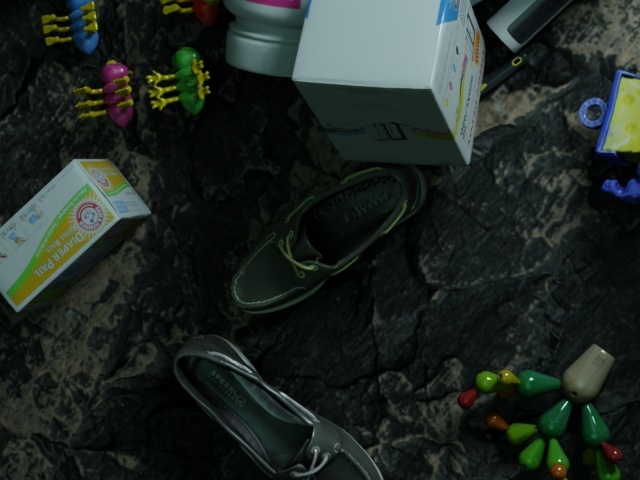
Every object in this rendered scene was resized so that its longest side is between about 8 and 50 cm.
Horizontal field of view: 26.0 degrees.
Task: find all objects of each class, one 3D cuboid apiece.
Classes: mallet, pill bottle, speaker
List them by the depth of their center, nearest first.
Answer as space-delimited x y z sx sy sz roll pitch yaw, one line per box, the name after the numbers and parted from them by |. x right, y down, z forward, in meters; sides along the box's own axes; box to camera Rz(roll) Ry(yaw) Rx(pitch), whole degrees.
0.273 -0.297 1.717 0.136 0.055 0.055 -42 82 13 | speaker
-0.038 -0.356 1.727 0.160 0.160 0.283 12 109 14 | pill bottle
0.179 -0.185 1.763 0.189 0.039 0.062 -44 80 9 | mallet

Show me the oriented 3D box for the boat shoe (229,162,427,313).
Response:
-0.003 -0.004 1.790 0.305 0.091 0.109 -35 84 14 | boat shoe

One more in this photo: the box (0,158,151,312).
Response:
-0.348 -0.009 1.873 0.203 0.114 0.103 -41 83 13 | box

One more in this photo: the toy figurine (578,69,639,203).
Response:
0.397 -0.171 1.624 0.217 0.191 0.363 12 87 40 | toy figurine

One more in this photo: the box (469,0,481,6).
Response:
0.154 -0.380 1.737 0.145 0.038 0.186 -31 95 17 | box

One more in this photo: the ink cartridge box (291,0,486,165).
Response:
0.090 -0.211 1.655 0.168 0.233 0.171 5 73 18 | ink cartridge box

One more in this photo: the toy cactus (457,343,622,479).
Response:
0.298 0.208 1.727 0.219 0.112 0.180 36 92 19 | toy cactus

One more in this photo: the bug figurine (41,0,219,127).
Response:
-0.233 -0.264 1.839 0.279 0.072 0.216 -8 86 25 | bug figurine

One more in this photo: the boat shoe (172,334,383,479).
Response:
-0.064 0.252 1.821 0.335 0.095 0.112 39 102 10 | boat shoe
